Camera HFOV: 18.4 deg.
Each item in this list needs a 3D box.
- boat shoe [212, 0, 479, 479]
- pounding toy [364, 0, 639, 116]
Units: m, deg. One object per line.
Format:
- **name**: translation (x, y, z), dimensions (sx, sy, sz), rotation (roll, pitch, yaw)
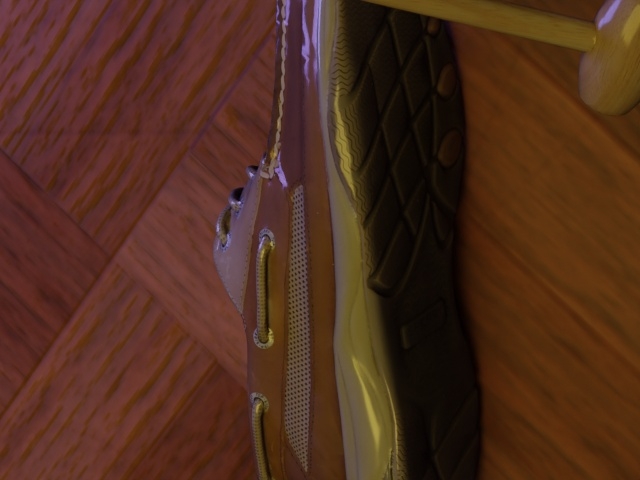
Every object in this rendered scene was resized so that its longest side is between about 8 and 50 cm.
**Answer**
- **boat shoe**: translation (0.000, 0.000, 0.972), dimensions (0.116, 0.123, 0.324), rotation (2, 101, 30)
- **pounding toy**: translation (0.067, -0.190, 0.867), dimensions (0.269, 0.155, 0.154), rotation (40, 121, 14)
